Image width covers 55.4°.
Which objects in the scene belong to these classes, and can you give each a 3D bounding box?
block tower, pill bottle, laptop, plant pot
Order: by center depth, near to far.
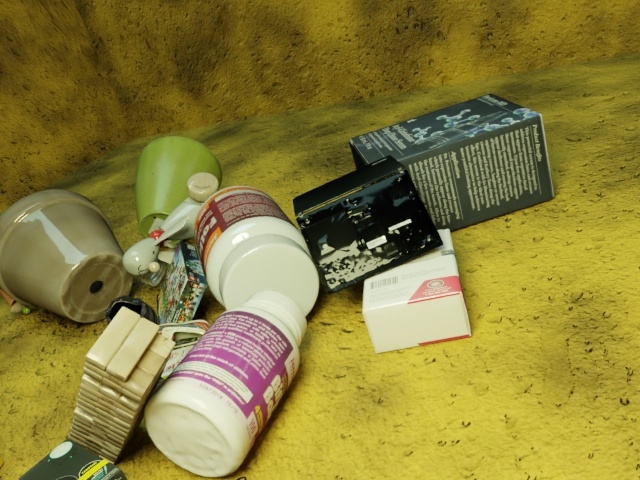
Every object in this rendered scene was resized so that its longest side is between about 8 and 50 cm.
[{"bbox_3d":[-0.309,0.237,0.927,0.091,0.335,0.097,30,48,-2],"label":"block tower"},{"bbox_3d":[-0.134,0.214,0.994,0.169,0.169,0.301,-5,28,27],"label":"pill bottle"},{"bbox_3d":[0.081,-0.042,1.209,0.234,0.264,0.136,-24,-20,3],"label":"laptop"},{"bbox_3d":[-0.147,0.031,1.327,0.224,0.224,0.392,-22,24,-9],"label":"pill bottle"},{"bbox_3d":[-0.635,0.065,1.553,0.323,0.323,0.280,-33,44,-31],"label":"plant pot"},{"bbox_3d":[-0.459,-0.128,1.890,0.275,0.274,0.293,-13,40,11],"label":"plant pot"}]

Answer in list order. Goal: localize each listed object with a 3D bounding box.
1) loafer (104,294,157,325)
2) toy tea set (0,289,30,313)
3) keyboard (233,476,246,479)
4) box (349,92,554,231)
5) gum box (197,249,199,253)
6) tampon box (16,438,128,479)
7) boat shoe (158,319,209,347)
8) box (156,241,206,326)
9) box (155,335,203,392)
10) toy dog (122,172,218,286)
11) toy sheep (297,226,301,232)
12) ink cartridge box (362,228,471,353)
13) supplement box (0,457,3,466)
[{"bbox_3d":[-0.431,0.172,1.380,0.109,0.095,0.302,-26,25,-18],"label":"loafer"},{"bbox_3d":[-0.738,0.093,1.748,0.336,0.124,0.200,-45,-6,-17],"label":"toy tea set"},{"bbox_3d":[-0.156,0.374,0.829,0.192,0.038,0.100,-20,24,-7],"label":"keyboard"},{"bbox_3d":[0.303,-0.178,1.476,0.396,0.212,0.293,-18,23,-1],"label":"box"},{"bbox_3d":[-0.213,0.013,1.636,0.184,0.041,0.157,-31,27,-28],"label":"gum box"},{"bbox_3d":[-0.354,0.380,0.874,0.161,0.101,0.120,4,31,40],"label":"tampon box"},{"bbox_3d":[-0.288,0.192,1.211,0.137,0.049,0.043,-12,26,3],"label":"boat shoe"},{"bbox_3d":[-0.314,0.117,1.357,0.044,0.159,0.233,20,12,-23],"label":"box"},{"bbox_3d":[-0.287,0.245,1.198,0.207,0.036,0.114,-16,24,5],"label":"box"},{"bbox_3d":[-0.330,-0.014,1.552,0.161,0.220,0.333,24,69,18],"label":"toy dog"},{"bbox_3d":[0.000,0.000,1.442,0.091,0.132,0.091,-44,32,37],"label":"toy sheep"},{"bbox_3d":[0.174,0.087,1.134,0.172,0.100,0.237,-12,26,12],"label":"ink cartridge box"},{"bbox_3d":[-0.661,0.376,0.987,0.129,0.191,0.194,-14,24,9],"label":"supplement box"}]
